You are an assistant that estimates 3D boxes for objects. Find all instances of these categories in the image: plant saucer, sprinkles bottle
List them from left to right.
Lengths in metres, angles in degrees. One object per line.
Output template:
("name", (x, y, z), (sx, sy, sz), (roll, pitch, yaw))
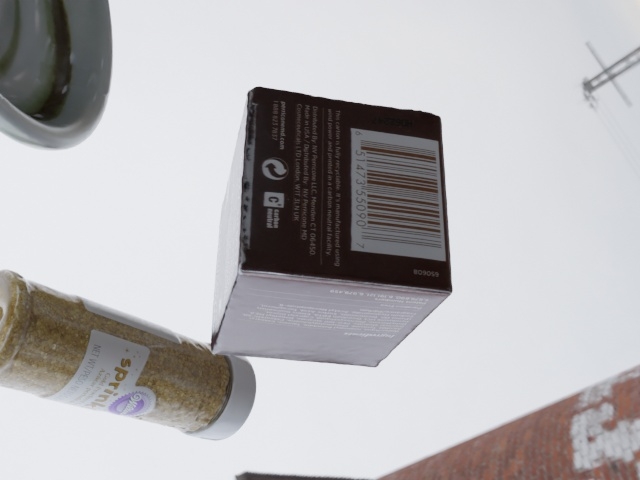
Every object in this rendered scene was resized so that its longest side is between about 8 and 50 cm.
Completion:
("plant saucer", (-0.290, -0.262, 0.609), (0.400, 0.100, 0.401), (-11, -90, -84))
("sprinkles bottle", (-0.233, 0.144, 0.895), (0.355, 0.121, 0.121), (30, -140, -45))

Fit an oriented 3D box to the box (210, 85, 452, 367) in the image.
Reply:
("box", (0.000, 0.000, 0.678), (0.166, 0.203, 0.169), (6, -117, -12))
